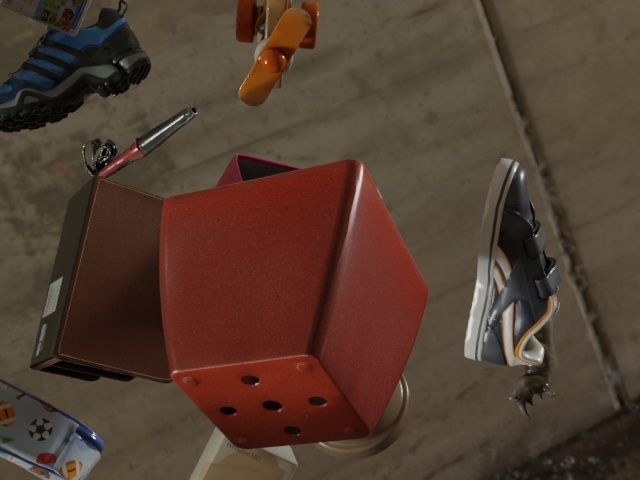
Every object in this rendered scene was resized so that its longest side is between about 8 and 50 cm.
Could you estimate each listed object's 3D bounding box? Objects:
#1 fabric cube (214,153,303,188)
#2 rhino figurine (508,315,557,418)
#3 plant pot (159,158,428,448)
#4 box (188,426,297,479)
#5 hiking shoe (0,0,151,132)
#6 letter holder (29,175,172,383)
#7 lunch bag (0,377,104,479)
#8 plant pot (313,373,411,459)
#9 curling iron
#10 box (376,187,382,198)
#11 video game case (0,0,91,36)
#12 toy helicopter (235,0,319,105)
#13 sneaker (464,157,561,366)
[{"bbox_3d":[-0.082,0.036,1.711,0.259,0.254,0.258,12,-49,-33],"label":"fabric cube"},{"bbox_3d":[0.371,0.192,1.651,0.106,0.243,0.073,8,-18,-17],"label":"rhino figurine"},{"bbox_3d":[-0.040,0.099,1.114,0.267,0.267,0.236,-10,48,22],"label":"plant pot"},{"bbox_3d":[-0.174,0.478,1.607,0.311,0.148,0.121,-65,10,-1],"label":"box"},{"bbox_3d":[-0.430,-0.270,1.495,0.304,0.132,0.113,-23,-5,-11],"label":"hiking shoe"},{"bbox_3d":[-0.325,0.079,1.542,0.214,0.302,0.152,18,-22,-26],"label":"letter holder"},{"bbox_3d":[-0.521,0.317,1.593,0.115,0.303,0.243,-59,5,-22],"label":"lunch bag"},{"bbox_3d":[0.058,0.329,2.087,0.263,0.229,0.263,-7,56,11],"label":"plant pot"},{"bbox_3d":[-0.291,-0.158,1.477,0.274,0.068,0.035,-17,8,40],"label":"curling iron"},{"bbox_3d":[0.000,0.000,1.402,0.145,0.186,0.038,10,-20,19],"label":"box"},{"bbox_3d":[-0.406,-0.368,1.394,0.122,0.087,0.011,19,13,-35],"label":"video game case"},{"bbox_3d":[-0.072,-0.374,1.480,0.140,0.235,0.355,7,-30,-1],"label":"toy helicopter"},{"bbox_3d":[0.295,0.038,1.372,0.127,0.321,0.126,11,27,18],"label":"sneaker"}]
